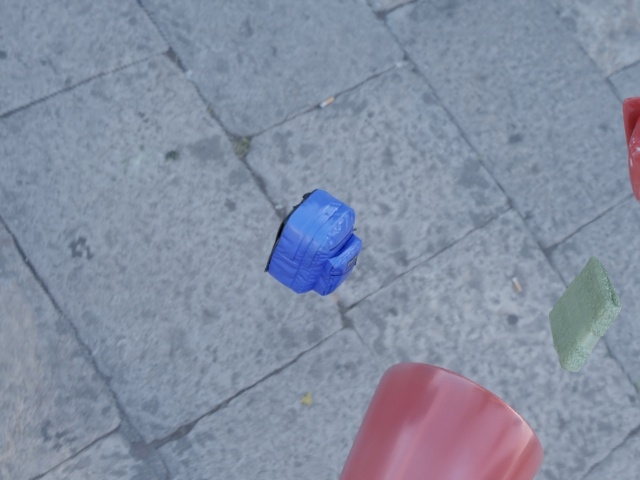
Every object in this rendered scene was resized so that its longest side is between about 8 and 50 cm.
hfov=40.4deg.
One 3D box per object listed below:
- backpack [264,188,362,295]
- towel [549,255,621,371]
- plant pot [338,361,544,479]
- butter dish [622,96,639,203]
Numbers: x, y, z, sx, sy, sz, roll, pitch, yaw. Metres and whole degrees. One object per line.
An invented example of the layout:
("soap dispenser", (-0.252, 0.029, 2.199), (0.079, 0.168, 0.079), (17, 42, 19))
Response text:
("backpack", (0.000, 0.000, 1.092), (0.101, 0.120, 0.098), (28, 47, 11))
("towel", (0.319, 0.087, 1.054), (0.027, 0.110, 0.148), (28, 22, -3))
("plant pot", (0.146, 0.349, 1.241), (0.275, 0.275, 0.243), (40, 61, -4))
("butter dish", (0.444, -0.086, 1.083), (0.118, 0.160, 0.160), (-48, 132, -32))
